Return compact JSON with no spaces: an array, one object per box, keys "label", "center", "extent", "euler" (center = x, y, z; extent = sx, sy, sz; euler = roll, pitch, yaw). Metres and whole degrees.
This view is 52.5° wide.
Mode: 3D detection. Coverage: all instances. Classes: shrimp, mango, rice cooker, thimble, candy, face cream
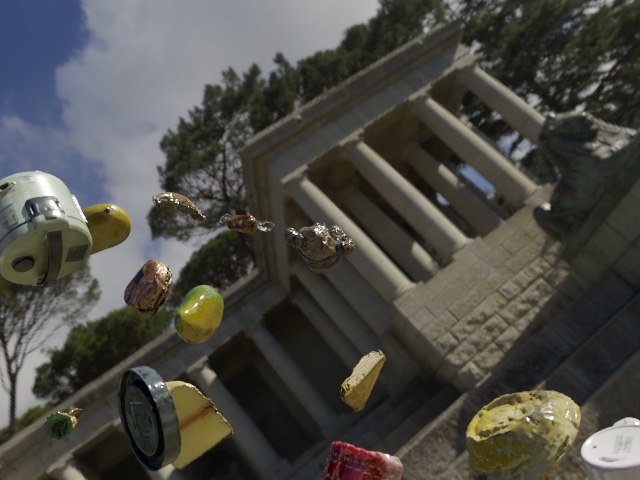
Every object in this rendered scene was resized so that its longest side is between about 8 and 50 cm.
[{"label":"shrimp","center":[-0.414,-0.100,1.872],"extent":[0.124,0.178,0.034],"euler":[-3,-57,-48]},{"label":"mango","center":[-0.295,0.184,1.570],"extent":[0.191,0.085,0.122],"euler":[-59,-34,-58]},{"label":"rice cooker","center":[-0.655,-0.024,1.504],"extent":[0.226,0.244,0.226],"euler":[-25,-30,-15]},{"label":"thimble","center":[0.100,0.565,1.567],"extent":[0.163,0.189,0.125],"euler":[42,-121,-53]},{"label":"candy","center":[-0.227,-0.051,1.931],"extent":[0.046,0.182,0.053],"euler":[60,-136,-56]},{"label":"mango","center":[-0.608,-0.027,1.742],"extent":[0.237,0.091,0.137],"euler":[-22,-44,28]},{"label":"face cream","center":[0.411,0.395,0.769],"extent":[0.102,0.346,0.102],"euler":[-23,6,3]}]

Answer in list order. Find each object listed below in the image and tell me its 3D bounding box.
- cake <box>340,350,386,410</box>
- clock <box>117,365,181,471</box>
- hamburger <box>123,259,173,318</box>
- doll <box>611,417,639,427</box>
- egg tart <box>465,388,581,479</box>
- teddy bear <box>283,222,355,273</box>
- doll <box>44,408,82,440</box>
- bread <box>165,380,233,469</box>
[{"label":"cake","center":[0.109,0.392,1.880],"extent":[0.116,0.079,0.185],"euler":[30,-96,-42]},{"label":"clock","center":[-0.355,0.365,1.341],"extent":[0.042,0.215,0.215],"euler":[-12,-36,-39]},{"label":"hamburger","center":[-0.666,0.186,2.530],"extent":[0.107,0.231,0.231],"euler":[33,-75,-33]},{"label":"doll","center":[0.510,0.430,0.978],"extent":[0.111,0.252,0.237],"euler":[-26,4,30]},{"label":"egg tart","center":[0.342,0.339,1.157],"extent":[0.232,0.098,0.252],"euler":[-43,8,-1]},{"label":"teddy bear","center":[0.002,0.021,1.659],"extent":[0.182,0.129,0.251],"euler":[-4,-2,9]},{"label":"doll","center":[-0.715,0.501,1.797],"extent":[0.078,0.076,0.113],"euler":[-63,6,0]},{"label":"bread","center":[-0.364,0.487,1.721],"extent":[0.178,0.240,0.135],"euler":[-19,30,34]}]
